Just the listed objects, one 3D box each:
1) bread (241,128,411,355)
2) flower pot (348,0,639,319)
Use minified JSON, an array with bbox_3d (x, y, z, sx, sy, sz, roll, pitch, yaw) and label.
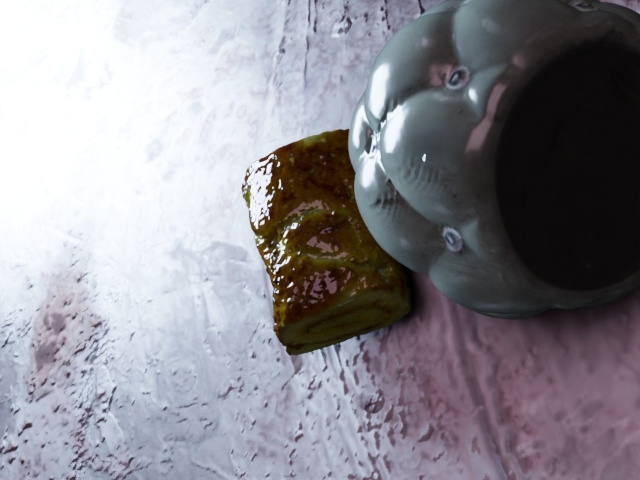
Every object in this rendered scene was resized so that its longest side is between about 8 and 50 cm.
[{"bbox_3d":[0.000,0.000,0.766,0.132,0.103,0.172,-21,59,14],"label":"bread"},{"bbox_3d":[0.141,-0.065,0.631,0.246,0.246,0.195,-57,24,0],"label":"flower pot"}]
